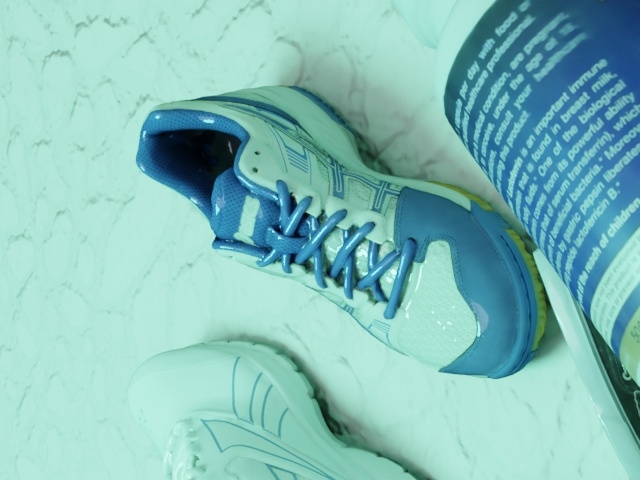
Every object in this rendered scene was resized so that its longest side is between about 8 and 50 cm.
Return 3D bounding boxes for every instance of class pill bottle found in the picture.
[{"bbox_3d":[0.147,-0.064,0.719,0.264,0.153,0.153,57,134,27],"label":"pill bottle"}]

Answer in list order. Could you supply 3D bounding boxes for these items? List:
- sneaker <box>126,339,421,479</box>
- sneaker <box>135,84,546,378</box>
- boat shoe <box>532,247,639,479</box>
[{"bbox_3d":[-0.048,0.152,1.002,0.297,0.129,0.111,30,119,45],"label":"sneaker"},{"bbox_3d":[0.000,0.000,0.922,0.296,0.131,0.111,34,119,40],"label":"sneaker"},{"bbox_3d":[0.156,0.062,0.811,0.040,0.049,0.142,-23,81,10],"label":"boat shoe"}]
